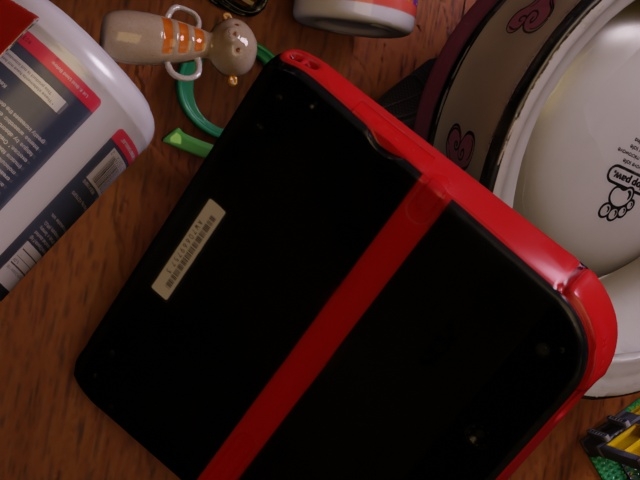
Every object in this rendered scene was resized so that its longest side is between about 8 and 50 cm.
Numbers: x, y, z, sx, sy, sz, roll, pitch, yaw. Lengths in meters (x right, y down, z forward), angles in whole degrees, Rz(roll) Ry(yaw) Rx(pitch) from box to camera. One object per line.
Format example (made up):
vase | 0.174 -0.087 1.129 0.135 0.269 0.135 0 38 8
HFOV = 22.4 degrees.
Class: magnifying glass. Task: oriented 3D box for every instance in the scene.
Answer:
magnifying glass | -0.018 -0.113 1.438 0.231 0.026 0.092 18 87 -13

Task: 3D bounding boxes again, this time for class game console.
game console | 0.010 0.089 1.286 0.342 0.060 0.386 41 121 8

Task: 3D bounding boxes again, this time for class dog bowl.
dog bowl | 0.252 -0.078 1.376 0.408 0.150 0.408 -17 122 -30

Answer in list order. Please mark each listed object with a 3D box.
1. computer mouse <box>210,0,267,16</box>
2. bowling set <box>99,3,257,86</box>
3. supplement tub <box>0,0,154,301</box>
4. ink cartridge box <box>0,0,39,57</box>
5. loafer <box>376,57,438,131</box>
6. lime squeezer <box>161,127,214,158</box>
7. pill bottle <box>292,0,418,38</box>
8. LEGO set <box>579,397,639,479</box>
computer mouse | -0.151 -0.259 1.387 0.242 0.041 0.071 22 85 -15
bowling set | -0.085 -0.282 1.279 0.154 0.200 0.287 4 64 -19
supplement tub | -0.283 -0.057 1.279 0.191 0.191 0.272 44 80 -12
ink cartridge box | -0.373 -0.138 1.220 0.239 0.275 0.060 -50 137 -9
loafer | 0.181 -0.150 1.457 0.302 0.109 0.095 -34 120 -16
lime squeezer | 0.000 0.000 1.423 0.110 0.059 0.310 -41 106 -16
pill bottle | 0.041 -0.280 1.404 0.108 0.108 0.193 8 89 -15
LEGO set | 0.409 0.240 1.474 0.255 0.192 0.331 -25 98 -13
